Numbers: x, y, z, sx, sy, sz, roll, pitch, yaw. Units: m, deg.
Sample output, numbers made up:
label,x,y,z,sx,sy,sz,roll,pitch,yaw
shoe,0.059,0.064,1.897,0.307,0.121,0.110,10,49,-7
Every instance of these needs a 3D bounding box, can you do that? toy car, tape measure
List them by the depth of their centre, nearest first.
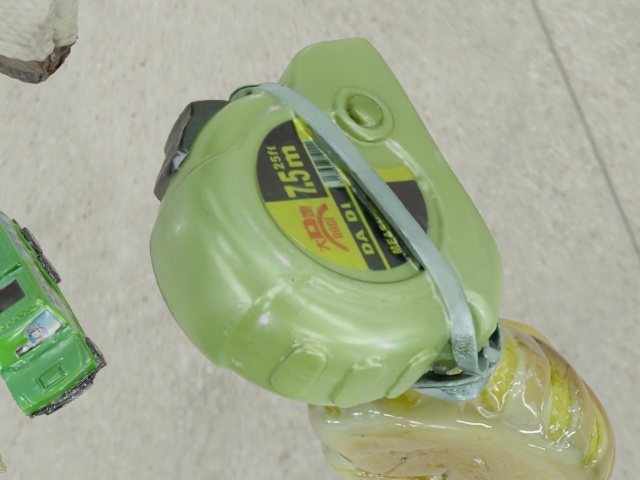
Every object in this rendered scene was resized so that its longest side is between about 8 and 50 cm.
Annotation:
label,x,y,z,sx,sy,sz,roll,pitch,yaw
tape measure,0.000,0.000,0.668,0.154,0.177,0.087,-12,149,-38
toy car,-0.215,0.049,1.062,0.071,0.165,0.062,-36,146,-2

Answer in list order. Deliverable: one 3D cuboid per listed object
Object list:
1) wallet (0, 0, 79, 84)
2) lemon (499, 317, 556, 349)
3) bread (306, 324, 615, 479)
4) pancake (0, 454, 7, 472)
label,x,y,z,sx,sy,sz,roll,pitch,yaw
wallet,-0.205,-0.186,0.409,0.335,0.068,0.275,25,147,17
lemon,0.169,0.170,1.507,0.170,0.170,0.207,-4,142,-4
bread,0.095,0.114,0.982,0.213,0.105,0.213,12,151,7
pancake,-0.393,0.157,1.290,0.266,0.244,0.057,8,104,-1
